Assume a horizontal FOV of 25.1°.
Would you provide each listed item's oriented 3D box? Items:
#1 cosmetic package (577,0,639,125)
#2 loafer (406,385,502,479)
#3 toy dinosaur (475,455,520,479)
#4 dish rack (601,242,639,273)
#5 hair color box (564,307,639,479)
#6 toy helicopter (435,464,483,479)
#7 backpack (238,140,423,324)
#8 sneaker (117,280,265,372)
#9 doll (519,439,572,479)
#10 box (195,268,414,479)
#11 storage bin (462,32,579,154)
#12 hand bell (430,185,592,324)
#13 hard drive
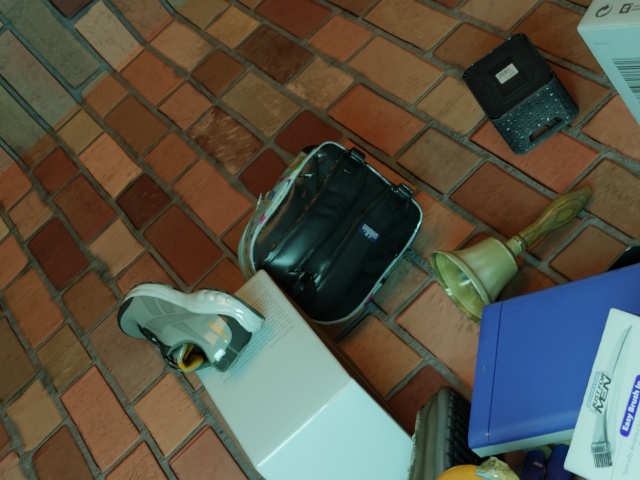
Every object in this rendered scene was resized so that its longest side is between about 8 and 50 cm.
[{"bbox_3d":[0.568,-0.386,2.034,0.161,0.230,0.453,4,55,48],"label":"cosmetic package"},{"bbox_3d":[0.132,0.334,1.728,0.130,0.134,0.366,-24,37,29],"label":"loafer"},{"bbox_3d":[0.228,0.303,1.438,0.211,0.064,0.112,42,77,16],"label":"toy dinosaur"},{"bbox_3d":[0.404,0.138,1.720,0.208,0.074,0.271,-48,34,-1],"label":"dish rack"},{"bbox_3d":[0.419,0.202,1.440,0.339,0.110,0.185,21,96,49],"label":"hair color box"},{"bbox_3d":[0.262,0.381,1.487,0.355,0.140,0.235,5,61,17],"label":"toy helicopter"},{"bbox_3d":[0.000,0.000,2.188,0.253,0.225,0.191,-57,13,-14],"label":"backpack"},{"bbox_3d":[-0.197,0.124,1.963,0.271,0.100,0.108,0,57,48],"label":"sneaker"},{"bbox_3d":[0.266,0.316,1.691,0.129,0.046,0.189,-17,40,33],"label":"doll"},{"bbox_3d":[-0.021,0.223,1.945,0.168,0.215,0.345,-43,32,0],"label":"box"},{"bbox_3d":[0.312,-0.232,2.257,0.122,0.084,0.180,-36,34,10],"label":"storage bin"},{"bbox_3d":[0.285,-0.002,2.021,0.242,0.126,0.126,-37,31,-15],"label":"hand bell"},{"bbox_3d":[0.328,0.132,1.709,0.319,0.040,0.210,-18,45,34],"label":"hard drive"}]
